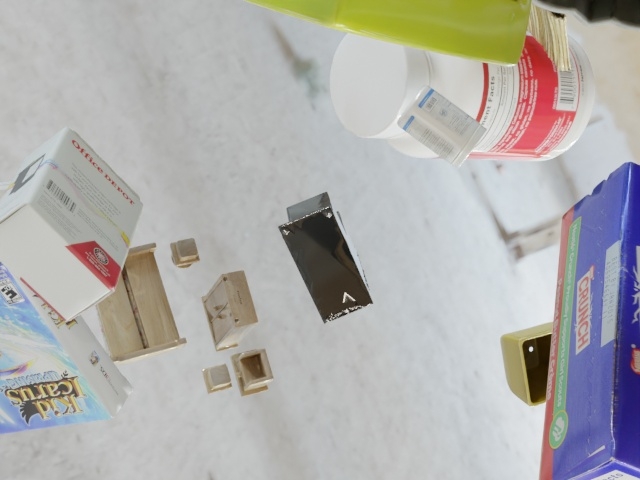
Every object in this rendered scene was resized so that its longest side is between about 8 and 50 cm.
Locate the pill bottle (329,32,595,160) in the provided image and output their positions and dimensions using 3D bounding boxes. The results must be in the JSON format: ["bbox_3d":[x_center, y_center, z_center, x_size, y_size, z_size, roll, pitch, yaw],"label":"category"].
[{"bbox_3d":[0.224,-0.241,1.825,0.408,0.229,0.229,-2,67,-39],"label":"pill bottle"}]

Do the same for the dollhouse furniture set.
[{"bbox_3d":[-0.306,0.177,2.101,0.174,0.356,0.303,131,-56,-64],"label":"dollhouse furniture set"}]

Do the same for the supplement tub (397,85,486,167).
[{"bbox_3d":[0.167,-0.157,1.590,0.107,0.071,0.071,37,20,1],"label":"supplement tub"}]

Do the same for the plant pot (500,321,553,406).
[{"bbox_3d":[0.251,0.136,1.335,0.083,0.082,0.081,-163,-119,-71],"label":"plant pot"}]

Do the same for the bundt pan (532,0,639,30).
[{"bbox_3d":[0.305,-0.353,1.081,0.331,0.331,0.124,49,44,-42],"label":"bundt pan"}]

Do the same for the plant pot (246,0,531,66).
[{"bbox_3d":[0.042,-0.277,0.935,0.227,0.228,0.207,1,108,-44],"label":"plant pot"}]

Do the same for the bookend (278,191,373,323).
[{"bbox_3d":[0.000,0.000,1.537,0.156,0.072,0.157,-104,171,-62],"label":"bookend"}]

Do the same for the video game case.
[{"bbox_3d":[-0.405,0.130,1.427,0.244,0.270,0.061,60,35,-26],"label":"video game case"}]

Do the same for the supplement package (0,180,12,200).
[{"bbox_3d":[-0.582,-0.053,2.143,0.105,0.179,0.105,-9,100,-32],"label":"supplement package"}]

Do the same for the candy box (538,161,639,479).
[{"bbox_3d":[0.348,0.116,0.935,0.317,0.122,0.268,21,58,-12],"label":"candy box"}]

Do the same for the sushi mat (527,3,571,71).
[{"bbox_3d":[0.298,-0.327,1.628,0.151,0.019,0.316,53,8,12],"label":"sushi mat"}]

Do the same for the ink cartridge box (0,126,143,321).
[{"bbox_3d":[-0.264,-0.020,1.205,0.127,0.072,0.175,48,22,-22],"label":"ink cartridge box"}]
